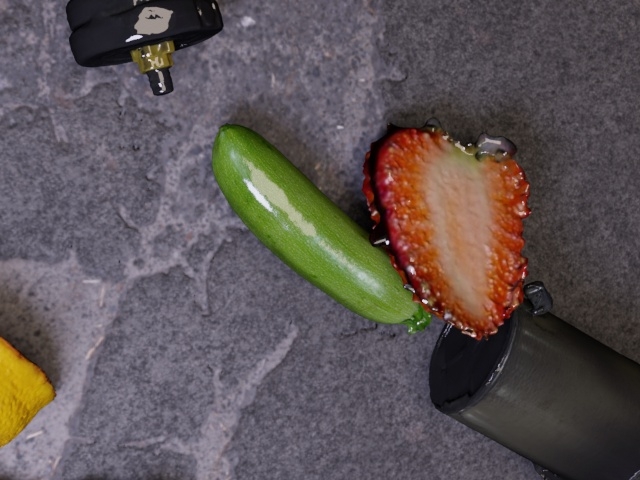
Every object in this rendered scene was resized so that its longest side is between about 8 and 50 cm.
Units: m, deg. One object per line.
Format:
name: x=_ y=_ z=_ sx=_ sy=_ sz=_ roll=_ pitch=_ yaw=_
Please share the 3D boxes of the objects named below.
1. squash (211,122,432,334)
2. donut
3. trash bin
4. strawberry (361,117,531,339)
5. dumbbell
squash: x=0.000 y=0.000 z=1.150 sx=0.395 sy=0.107 sz=0.107 roll=41 pitch=80 yaw=-18
donut: x=-0.419 y=0.137 z=0.980 sx=0.259 sy=0.152 sz=0.101 roll=38 pitch=55 yaw=-16
trash bin: x=0.320 y=0.214 z=1.222 sx=0.302 sy=0.203 sz=0.252 roll=30 pitch=108 yaw=-18
strawberry: x=0.154 y=-0.005 z=1.155 sx=0.234 sy=0.137 sz=0.306 roll=14 pitch=63 yaw=-11
dumbbell: x=-0.233 y=-0.360 z=1.009 sx=0.185 sy=0.185 sz=0.388 roll=-18 pitch=99 yaw=-17
